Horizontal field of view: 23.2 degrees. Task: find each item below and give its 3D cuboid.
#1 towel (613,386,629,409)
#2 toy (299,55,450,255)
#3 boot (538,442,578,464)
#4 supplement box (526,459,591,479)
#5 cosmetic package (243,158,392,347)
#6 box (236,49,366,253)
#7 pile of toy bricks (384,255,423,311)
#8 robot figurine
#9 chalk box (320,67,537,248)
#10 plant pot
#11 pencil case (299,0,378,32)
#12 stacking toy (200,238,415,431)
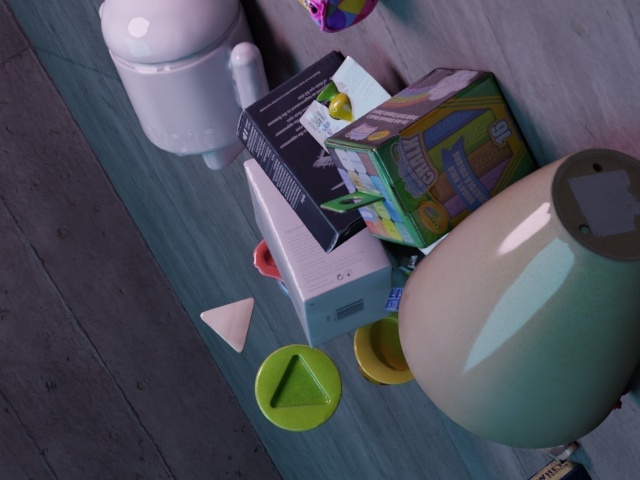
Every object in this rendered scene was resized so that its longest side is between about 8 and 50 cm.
[{"bbox_3d":[0.254,0.078,1.789,0.275,0.031,0.199,51,-174,17],"label":"towel"},{"bbox_3d":[0.095,-0.110,1.914,0.237,0.056,0.137,44,135,3],"label":"toy"},{"bbox_3d":[0.312,0.256,2.108,0.087,0.042,0.118,43,163,19],"label":"boot"},{"bbox_3d":[0.345,0.357,2.171,0.083,0.056,0.083,58,164,-8],"label":"supplement box"},{"bbox_3d":[0.000,0.000,2.207,0.224,0.138,0.224,84,162,-70],"label":"cosmetic package"},{"bbox_3d":[0.014,-0.113,2.014,0.207,0.153,0.108,54,165,7],"label":"box"},{"bbox_3d":[0.180,0.080,2.046,0.105,0.118,0.212,27,166,-24],"label":"pile of toy bricks"},{"bbox_3d":[-0.191,-0.264,2.228,0.300,0.200,0.353,19,146,32],"label":"robot figurine"},{"bbox_3d":[0.102,-0.079,1.702,0.132,0.213,0.132,61,164,-19],"label":"chalk box"},{"bbox_3d":[0.236,0.035,1.544,0.256,0.256,0.274,51,150,16],"label":"plant pot"},{"bbox_3d":[-0.029,-0.338,1.779,0.236,0.104,0.104,48,163,27],"label":"pencil case"},{"bbox_3d":[-0.010,0.140,2.406,0.309,0.279,0.130,53,174,8],"label":"stacking toy"}]
